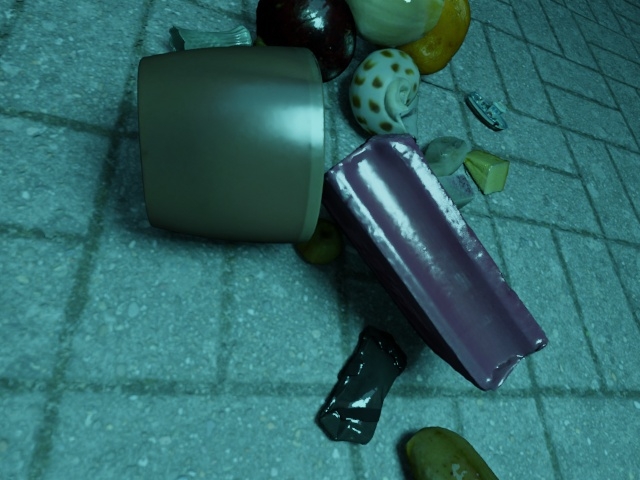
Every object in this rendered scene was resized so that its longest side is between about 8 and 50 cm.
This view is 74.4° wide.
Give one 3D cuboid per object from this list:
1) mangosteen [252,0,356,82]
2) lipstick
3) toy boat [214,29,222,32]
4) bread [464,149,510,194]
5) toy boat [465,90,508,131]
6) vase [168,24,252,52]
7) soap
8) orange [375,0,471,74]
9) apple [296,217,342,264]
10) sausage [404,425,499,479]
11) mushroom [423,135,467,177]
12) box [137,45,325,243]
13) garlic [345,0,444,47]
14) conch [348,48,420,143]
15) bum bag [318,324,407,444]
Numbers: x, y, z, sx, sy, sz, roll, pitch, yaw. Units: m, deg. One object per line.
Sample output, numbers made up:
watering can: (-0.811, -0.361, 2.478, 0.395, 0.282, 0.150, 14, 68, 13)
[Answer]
mangosteen: (-0.043, -0.419, 0.855, 0.216, 0.216, 0.216, 11, 60, -20)
lipstick: (0.177, -0.079, 0.854, 0.318, 0.068, 0.066, -12, 70, -31)
toy boat: (-0.209, -0.416, 0.872, 0.083, 0.038, 0.038, -29, 79, -35)
bread: (0.392, -0.171, 1.039, 0.084, 0.080, 0.109, -17, 37, -32)
toy boat: (0.460, -0.356, 1.142, 0.059, 0.066, 0.140, -34, 83, -39)
vase: (-0.208, -0.380, 0.821, 0.149, 0.081, 0.081, -23, 75, -31)
soap: (0.143, 0.017, 0.635, 0.128, 0.233, 0.359, -37, 96, -4)
orange: (0.240, -0.531, 1.028, 0.240, 0.240, 0.239, 11, 60, -20)
apple: (0.000, 0.000, 0.724, 0.084, 0.071, 0.083, 12, 59, -20)
sausage: (0.270, 0.492, 0.559, 0.136, 0.123, 0.500, -22, 73, -3)
mushroom: (0.234, -0.166, 0.924, 0.223, 0.081, 0.092, -29, 95, -32)
box: (-0.134, -0.136, 0.603, 0.216, 0.301, 0.300, -2, 64, -15)
garlic: (0.128, -0.499, 0.876, 0.245, 0.145, 0.164, 36, 49, 21)
conch: (0.141, -0.321, 0.923, 0.149, 0.182, 0.274, 0, 40, 20)
bum bag: (0.074, 0.221, 0.654, 0.087, 0.049, 0.197, 35, 55, 2)
